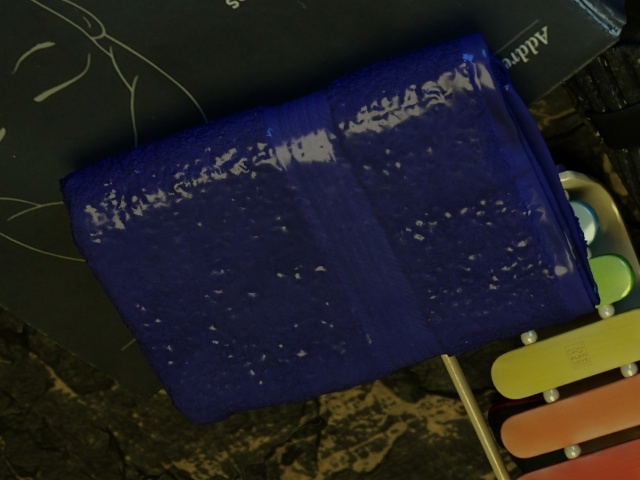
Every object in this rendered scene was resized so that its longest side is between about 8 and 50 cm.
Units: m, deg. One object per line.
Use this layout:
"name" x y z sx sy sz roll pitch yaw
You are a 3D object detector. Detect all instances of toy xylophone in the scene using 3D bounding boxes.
"toy xylophone" 0.200 0.107 1.580 0.236 0.081 0.323 -30 85 28

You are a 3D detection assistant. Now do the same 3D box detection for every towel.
"towel" 0.008 -0.006 1.256 0.308 0.076 0.228 -18 122 15

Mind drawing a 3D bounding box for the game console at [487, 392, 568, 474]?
"game console" 0.376 0.255 1.694 0.342 0.060 0.386 -17 121 33

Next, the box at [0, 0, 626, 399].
"box" -0.132 -0.214 1.305 0.480 0.297 0.472 -37 120 27

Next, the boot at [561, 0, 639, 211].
"boot" 0.315 -0.182 1.399 0.348 0.131 0.260 -30 109 36
